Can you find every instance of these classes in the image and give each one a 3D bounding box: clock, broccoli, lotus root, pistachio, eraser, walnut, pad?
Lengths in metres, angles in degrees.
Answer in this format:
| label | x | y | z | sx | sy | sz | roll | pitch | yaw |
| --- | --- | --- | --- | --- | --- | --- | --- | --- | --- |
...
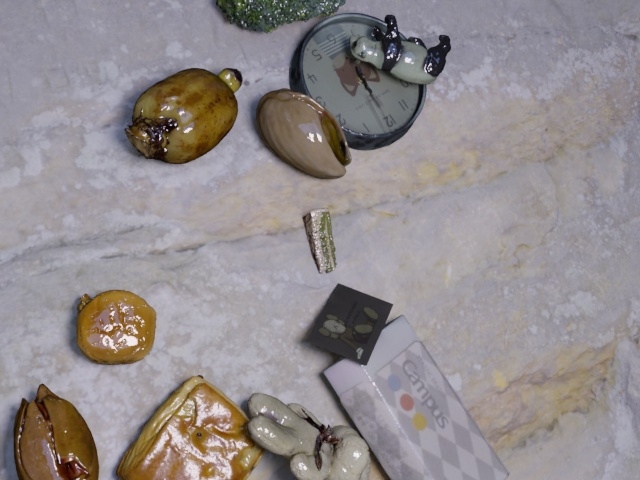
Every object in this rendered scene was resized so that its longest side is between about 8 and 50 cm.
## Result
| label | x | y | z | sx | sy | sz | roll | pitch | yaw |
| --- | --- | --- | --- | --- | --- | --- | --- | --- | --- |
| clock | 0.091 | -0.369 | 1.669 | 0.324 | 0.067 | 0.325 | 5 | 73 | -17 |
| broccoli | -0.055 | -0.598 | 1.615 | 0.375 | 0.302 | 0.249 | -43 | 114 | 3 |
| lotus root | -0.267 | -0.256 | 1.479 | 0.169 | 0.141 | 0.314 | 50 | 57 | -3 |
| pistachio | -0.035 | -0.222 | 1.544 | 0.237 | 0.153 | 0.138 | 36 | 47 | -4 |
| eraser | 0.196 | 0.371 | 1.474 | 0.213 | 0.082 | 0.397 | -30 | 86 | -39 |
| walnut | -0.455 | 0.367 | 1.251 | 0.137 | 0.137 | 0.245 | -15 | 71 | -22 |
| pad | 0.063 | 0.165 | 1.475 | 0.127 | 0.004 | 0.190 | 20 | 40 | 10 |

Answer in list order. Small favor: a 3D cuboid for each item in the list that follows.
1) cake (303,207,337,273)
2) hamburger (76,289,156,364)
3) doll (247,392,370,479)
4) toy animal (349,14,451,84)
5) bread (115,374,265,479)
| label | x | y | z | sx | sy | sz | roll | pitch | yaw |
| --- | --- | --- | --- | --- | --- | --- | --- | --- | --- |
| cake | 0.000 | 0.000 | 1.559 | 0.051 | 0.055 | 0.140 | -10 | 96 | -22 |
| hamburger | -0.381 | 0.161 | 1.356 | 0.147 | 0.083 | 0.138 | 7 | 69 | -20 |
| doll | -0.014 | 0.378 | 1.361 | 0.278 | 0.149 | 0.175 | 33 | 48 | -18 |
| toy animal | 0.173 | -0.422 | 1.632 | 0.225 | 0.094 | 0.121 | 15 | 79 | -16 |
| bread | -0.230 | 0.391 | 1.331 | 0.210 | 0.099 | 0.235 | 43 | 66 | -4 |
